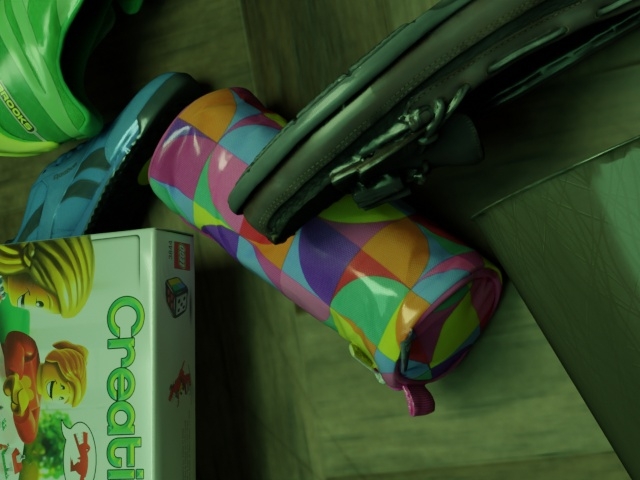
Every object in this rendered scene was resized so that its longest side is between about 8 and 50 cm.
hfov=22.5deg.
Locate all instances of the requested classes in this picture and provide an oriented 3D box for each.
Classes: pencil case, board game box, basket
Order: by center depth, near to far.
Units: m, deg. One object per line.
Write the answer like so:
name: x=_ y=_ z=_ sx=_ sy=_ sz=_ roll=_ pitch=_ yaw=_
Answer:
basket: x=0.212 y=0.052 z=0.834 sx=0.204 sy=0.154 sz=0.227 roll=-26 pitch=84 yaw=28
pencil case: x=0.000 y=0.000 z=0.999 sx=0.236 sy=0.104 sz=0.104 roll=39 pitch=115 yaw=27
board game box: x=-0.171 y=0.151 z=1.047 sx=0.193 sy=0.053 sz=0.305 roll=-6 pitch=80 yaw=30

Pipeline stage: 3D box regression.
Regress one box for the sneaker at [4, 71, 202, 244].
sneaker: x=-0.160 y=-0.045 z=1.119 sx=0.082 sy=0.069 sz=0.209 roll=46 pitch=118 yaw=21

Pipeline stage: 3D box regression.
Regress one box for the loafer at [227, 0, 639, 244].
loafer: x=0.084 y=-0.089 z=0.897 sx=0.302 sy=0.109 sz=0.095 roll=-41 pitch=86 yaw=8

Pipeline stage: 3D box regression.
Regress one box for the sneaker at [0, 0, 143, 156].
sneaker: x=-0.173 y=-0.201 z=1.093 sx=0.123 sy=0.109 sz=0.295 roll=4 pitch=86 yaw=11
